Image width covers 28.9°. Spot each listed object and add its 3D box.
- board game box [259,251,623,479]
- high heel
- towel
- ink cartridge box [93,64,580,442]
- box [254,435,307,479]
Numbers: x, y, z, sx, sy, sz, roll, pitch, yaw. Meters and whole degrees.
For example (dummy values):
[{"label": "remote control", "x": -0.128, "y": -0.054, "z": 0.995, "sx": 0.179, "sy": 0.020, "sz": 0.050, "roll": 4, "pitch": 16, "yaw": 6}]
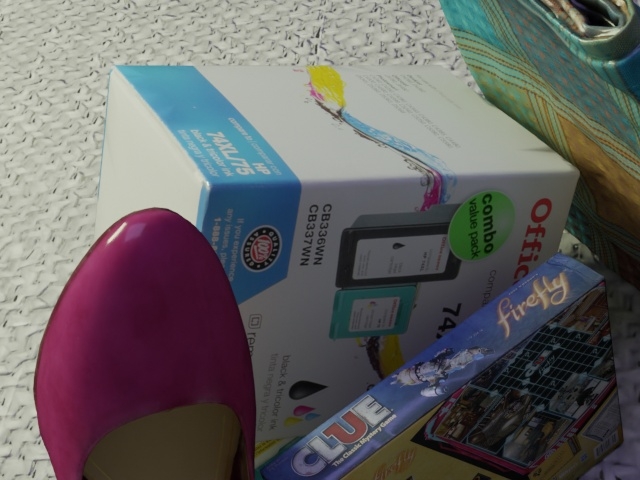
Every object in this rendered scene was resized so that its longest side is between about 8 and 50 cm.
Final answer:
[{"label": "board game box", "x": 0.089, "y": 0.137, "z": 0.796, "sx": 0.243, "sy": 0.165, "sz": 0.042, "roll": -33, "pitch": 43, "yaw": -19}, {"label": "high heel", "x": -0.067, "y": 0.176, "z": 0.662, "sx": 0.127, "sy": 0.377, "sz": 0.181, "roll": -13, "pitch": 33, "yaw": -21}, {"label": "towel", "x": 0.179, "y": -0.065, "z": 0.840, "sx": 0.040, "sy": 0.370, "sz": 0.271, "roll": -39, "pitch": 42, "yaw": -2}, {"label": "ink cartridge box", "x": 0.000, "y": 0.000, "z": 0.875, "sx": 0.270, "sy": 0.198, "sz": 0.197, "roll": -4, "pitch": 30, "yaw": -26}, {"label": "box", "x": -0.081, "y": 0.106, "z": 0.968, "sx": 0.100, "sy": 0.060, "sz": 0.244, "roll": -33, "pitch": 43, "yaw": -19}]
